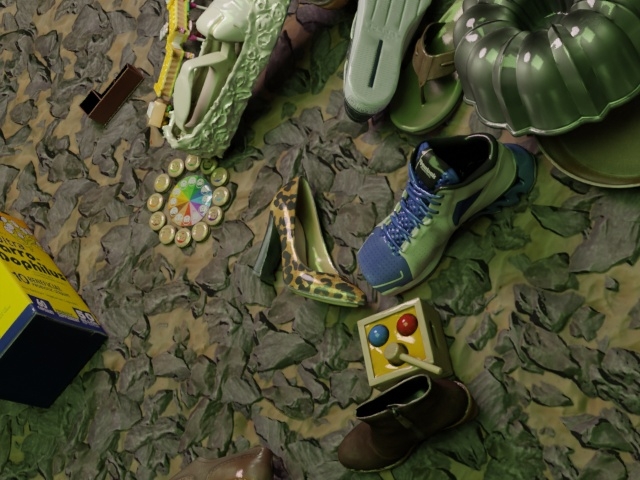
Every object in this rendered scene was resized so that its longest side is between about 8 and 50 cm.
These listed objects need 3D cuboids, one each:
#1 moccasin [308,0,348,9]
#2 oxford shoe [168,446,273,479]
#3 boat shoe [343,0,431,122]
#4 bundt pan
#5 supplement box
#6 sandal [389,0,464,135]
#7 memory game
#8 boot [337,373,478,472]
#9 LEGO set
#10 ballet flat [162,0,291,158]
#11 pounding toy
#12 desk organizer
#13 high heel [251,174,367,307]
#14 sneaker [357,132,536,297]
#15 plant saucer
[{"bbox_3d":[-0.016,-0.533,1.974,0.139,0.147,0.380,-51,43,22],"label":"moccasin"},{"bbox_3d":[-0.212,0.436,1.809,0.363,0.130,0.133,-24,30,30],"label":"oxford shoe"},{"bbox_3d":[0.097,-0.353,1.862,0.121,0.119,0.335,24,71,-10],"label":"boat shoe"},{"bbox_3d":[0.336,-0.316,1.623,0.331,0.124,0.331,-19,47,21],"label":"bundt pan"},{"bbox_3d":[-0.598,0.113,2.077,0.195,0.194,0.356,-50,57,8],"label":"supplement box"},{"bbox_3d":[0.199,-0.313,1.811,0.120,0.086,0.303,30,91,34],"label":"sandal"},{"bbox_3d":[-0.244,-0.075,2.040,0.186,0.012,0.186,-10,69,27],"label":"memory game"},{"bbox_3d":[0.092,0.259,1.610,0.248,0.207,0.090,-27,62,21],"label":"boot"},{"bbox_3d":[-0.247,-0.351,2.105,0.132,0.107,0.287,164,114,-64],"label":"LEGO set"},{"bbox_3d":[-0.166,-0.316,1.918,0.147,0.147,0.409,41,120,34],"label":"ballet flat"},{"bbox_3d":[0.132,0.168,1.675,0.130,0.100,0.141,-24,58,23],"label":"pounding toy"},{"bbox_3d":[-0.412,-0.293,2.189,0.130,0.050,0.047,-49,57,8],"label":"desk organizer"},{"bbox_3d":[0.000,0.000,1.817,0.261,0.093,0.186,20,91,43],"label":"high heel"},{"bbox_3d":[0.164,-0.066,1.693,0.315,0.182,0.127,-40,57,13],"label":"sneaker"},{"bbox_3d":[0.461,-0.218,1.647,0.310,0.050,0.310,-10,68,27],"label":"plant saucer"}]
